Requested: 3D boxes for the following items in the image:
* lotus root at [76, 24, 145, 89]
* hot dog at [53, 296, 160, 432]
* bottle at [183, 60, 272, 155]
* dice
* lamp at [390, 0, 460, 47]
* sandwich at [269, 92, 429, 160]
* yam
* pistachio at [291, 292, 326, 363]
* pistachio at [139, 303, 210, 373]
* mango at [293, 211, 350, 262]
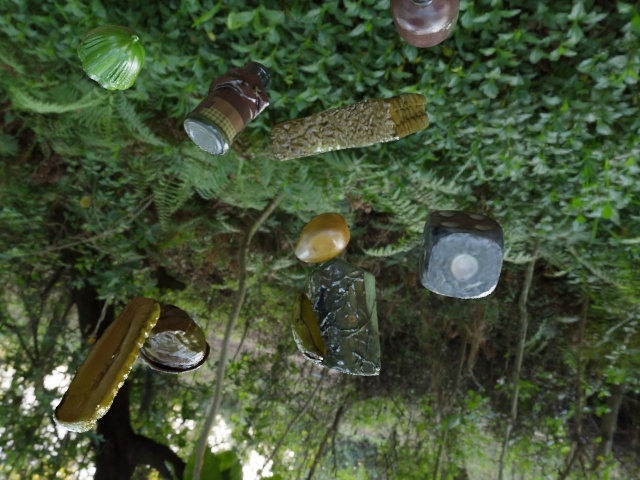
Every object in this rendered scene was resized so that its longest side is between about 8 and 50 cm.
[{"bbox_3d":[-0.573,-0.546,1.451,0.186,0.186,0.186,15,166,4],"label":"lotus root"},{"bbox_3d":[-0.383,0.220,0.935,0.083,0.288,0.068,13,130,5],"label":"hot dog"},{"bbox_3d":[-0.219,-0.352,1.295,0.156,0.271,0.143,29,155,8],"label":"bottle"},{"bbox_3d":[0.348,0.030,1.269,0.183,0.181,0.183,8,-158,5],"label":"dice"},{"bbox_3d":[0.268,-0.593,1.278,0.180,0.180,0.258,13,-170,11],"label":"lamp"},{"bbox_3d":[0.073,-0.255,1.135,0.301,0.099,0.271,-6,-170,31],"label":"sandwich"},{"bbox_3d":[0.049,0.183,1.293,0.202,0.271,0.202,8,177,-14],"label":"yam"},{"bbox_3d":[-0.038,0.202,1.153,0.049,0.172,0.089,-27,148,14],"label":"pistachio"},{"bbox_3d":[-0.351,0.236,1.217,0.131,0.165,0.210,-17,142,40],"label":"pistachio"},{"bbox_3d":[0.007,0.001,1.219,0.115,0.089,0.165,12,135,-16],"label":"mango"}]
